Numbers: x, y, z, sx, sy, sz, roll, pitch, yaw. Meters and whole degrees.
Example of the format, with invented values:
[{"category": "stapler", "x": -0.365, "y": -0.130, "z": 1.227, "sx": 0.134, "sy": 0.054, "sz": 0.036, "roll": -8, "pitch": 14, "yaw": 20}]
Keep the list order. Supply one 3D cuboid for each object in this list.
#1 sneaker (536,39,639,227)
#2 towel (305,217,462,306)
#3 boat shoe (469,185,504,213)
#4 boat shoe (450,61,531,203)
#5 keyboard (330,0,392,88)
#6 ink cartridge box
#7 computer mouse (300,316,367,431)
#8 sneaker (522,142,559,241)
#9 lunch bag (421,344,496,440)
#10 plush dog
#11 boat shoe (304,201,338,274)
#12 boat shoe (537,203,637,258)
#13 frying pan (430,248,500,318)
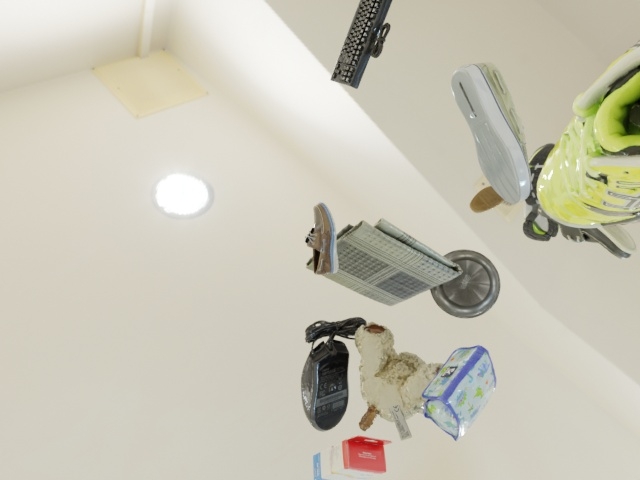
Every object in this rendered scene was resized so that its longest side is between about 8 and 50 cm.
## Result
[{"category": "sneaker", "x": 0.266, "y": -0.098, "z": 0.409, "sx": 0.147, "sy": 0.385, "sz": 0.145, "roll": -7, "pitch": -102, "yaw": -3}, {"category": "towel", "x": 0.161, "y": 0.065, "z": 1.340, "sx": 0.324, "sy": 0.312, "sz": 0.056, "roll": 26, "pitch": -124, "yaw": -19}, {"category": "boat shoe", "x": 0.473, "y": -0.121, "z": 1.314, "sx": 0.170, "sy": 0.059, "sz": 0.063, "roll": -33, "pitch": -112, "yaw": -2}, {"category": "boat shoe", "x": 0.370, "y": -0.226, "z": 1.001, "sx": 0.094, "sy": 0.109, "sz": 0.302, "roll": -23, "pitch": -87, "yaw": -15}, {"category": "keyboard", "x": 0.079, "y": -0.366, "z": 0.880, "sx": 0.023, "sy": 0.180, "sz": 0.108, "roll": 8, "pitch": -161, "yaw": -44}, {"category": "ink cartridge box", "x": 0.093, "y": 0.637, "z": 1.414, "sx": 0.134, "sy": 0.231, "sz": 0.078, "roll": 20, "pitch": -133, "yaw": -25}, {"category": "computer mouse", "x": 0.014, "y": 0.309, "z": 1.156, "sx": 0.188, "sy": 0.072, "sz": 0.272, "roll": 1, "pitch": -82, "yaw": -40}, {"category": "sneaker", "x": 0.585, "y": -0.138, "z": 1.297, "sx": 0.111, "sy": 0.300, "sz": 0.121, "roll": 6, "pitch": -131, "yaw": 20}, {"category": "lunch bag", "x": 0.253, "y": 0.269, "z": 0.888, "sx": 0.096, "sy": 0.151, "sz": 0.129, "roll": 33, "pitch": -116, "yaw": 28}, {"category": "plush dog", "x": 0.189, "y": 0.328, "z": 1.115, "sx": 0.262, "sy": 0.211, "sz": 0.225, "roll": 29, "pitch": -173, "yaw": 32}, {"category": "boat shoe", "x": 0.000, "y": 0.000, "z": 1.191, "sx": 0.066, "sy": 0.066, "sz": 0.183, "roll": -15, "pitch": -76, "yaw": -21}, {"category": "boat shoe", "x": 0.529, "y": -0.029, "z": 0.986, "sx": 0.084, "sy": 0.079, "sz": 0.233, "roll": 7, "pitch": -149, "yaw": -26}, {"category": "frying pan", "x": 0.371, "y": 0.071, "z": 1.401, "sx": 0.197, "sy": 0.053, "sz": 0.326, "roll": -37, "pitch": -102, "yaw": 3}]
